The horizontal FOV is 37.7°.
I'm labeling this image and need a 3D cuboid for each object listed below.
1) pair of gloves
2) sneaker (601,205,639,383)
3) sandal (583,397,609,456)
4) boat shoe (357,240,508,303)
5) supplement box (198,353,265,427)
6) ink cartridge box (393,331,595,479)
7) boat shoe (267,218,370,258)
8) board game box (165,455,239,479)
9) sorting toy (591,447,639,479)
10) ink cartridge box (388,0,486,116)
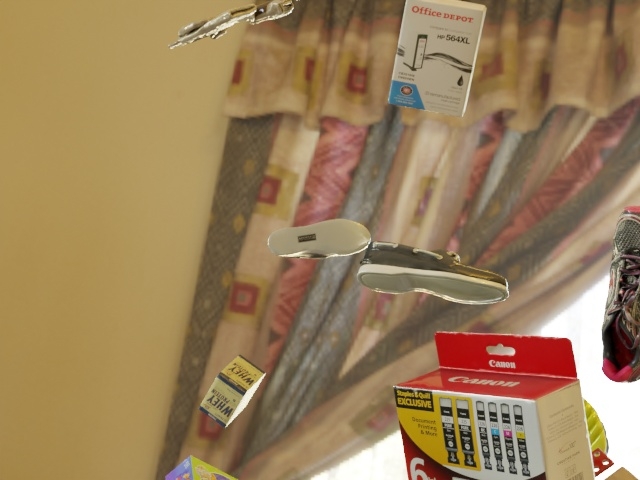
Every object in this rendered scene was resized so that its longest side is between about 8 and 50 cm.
[{"bbox_3d":[-0.165,-0.433,1.848,0.204,0.042,0.240,-7,16,39],"label":"pair of gloves"},{"bbox_3d":[0.515,0.092,1.514,0.112,0.299,0.121,-15,17,-35],"label":"sneaker"},{"bbox_3d":[0.582,0.401,2.244,0.126,0.317,0.138,-39,-36,11],"label":"sandal"},{"bbox_3d":[0.225,0.056,1.852,0.303,0.091,0.114,9,-29,14],"label":"boat shoe"},{"bbox_3d":[-0.146,0.249,1.555,0.056,0.083,0.083,34,25,8],"label":"supplement box"},{"bbox_3d":[0.280,0.300,1.567,0.130,0.271,0.309,-13,5,-41],"label":"ink cartridge box"},{"bbox_3d":[0.000,0.000,2.000,0.219,0.077,0.070,-2,-11,10],"label":"boat shoe"},{"bbox_3d":[-0.145,0.600,1.857,0.078,0.233,0.347,-41,-55,16],"label":"board game box"},{"bbox_3d":[0.521,0.477,1.638,0.274,0.132,0.046,41,-19,55],"label":"sorting toy"},{"bbox_3d":[0.219,-0.351,1.766,0.148,0.203,0.086,12,20,10],"label":"ink cartridge box"}]
